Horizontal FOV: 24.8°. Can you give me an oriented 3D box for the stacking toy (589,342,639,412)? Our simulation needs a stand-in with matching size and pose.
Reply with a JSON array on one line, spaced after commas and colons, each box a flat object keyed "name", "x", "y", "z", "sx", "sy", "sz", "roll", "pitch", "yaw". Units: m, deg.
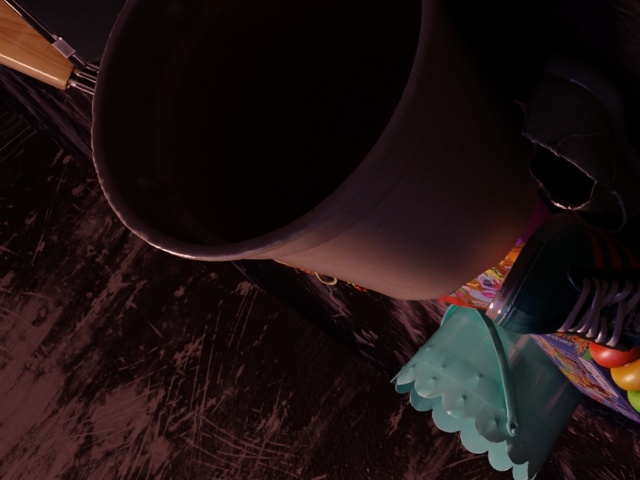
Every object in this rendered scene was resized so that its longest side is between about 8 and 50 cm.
[{"name": "stacking toy", "x": 0.374, "y": 0.137, "z": 1.584, "sx": 0.330, "sy": 0.141, "sz": 0.141, "roll": 43, "pitch": 170, "yaw": -10}]

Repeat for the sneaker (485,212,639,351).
[{"name": "sneaker", "x": 0.260, "y": 0.046, "z": 1.368, "sx": 0.121, "sy": 0.108, "sz": 0.302, "roll": 35, "pitch": -158, "yaw": 22}]

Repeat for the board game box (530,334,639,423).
[{"name": "board game box", "x": 0.382, "y": 0.180, "z": 2.053, "sx": 0.136, "sy": 0.035, "sz": 0.201, "roll": 28, "pitch": 167, "yaw": 46}]

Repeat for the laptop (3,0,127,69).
[{"name": "laptop", "x": -0.358, "y": -0.433, "z": 1.874, "sx": 0.382, "sy": 0.236, "sz": 0.408, "roll": 44, "pitch": -163, "yaw": -34}]

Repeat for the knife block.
[{"name": "knife block", "x": -0.415, "y": -0.276, "z": 2.213, "sx": 0.088, "sy": 0.275, "sz": 0.242, "roll": 168, "pitch": 80, "yaw": -78}]

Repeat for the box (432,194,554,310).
[{"name": "box", "x": 0.179, "y": 0.008, "z": 1.710, "sx": 0.293, "sy": 0.057, "sz": 0.201, "roll": 8, "pitch": 147, "yaw": 53}]

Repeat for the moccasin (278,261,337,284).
[{"name": "moccasin", "x": -0.002, "y": -0.002, "z": 2.259, "sx": 0.139, "sy": 0.147, "sz": 0.380, "roll": 40, "pitch": 171, "yaw": -15}]

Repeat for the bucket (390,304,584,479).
[{"name": "bucket", "x": 0.268, "y": 0.227, "z": 2.263, "sx": 0.281, "sy": 0.183, "sz": 0.281, "roll": 36, "pitch": 170, "yaw": 7}]

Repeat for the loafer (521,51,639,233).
[{"name": "loafer", "x": 0.217, "y": -0.067, "z": 1.256, "sx": 0.094, "sy": 0.087, "sz": 0.251, "roll": 32, "pitch": 170, "yaw": 32}]

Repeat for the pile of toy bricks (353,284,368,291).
[{"name": "pile of toy bricks", "x": 0.062, "y": 0.019, "z": 1.991, "sx": 0.118, "sy": 0.105, "sz": 0.212, "roll": 27, "pitch": -163, "yaw": 34}]

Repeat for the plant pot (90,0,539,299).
[{"name": "plant pot", "x": 0.028, "y": -0.097, "z": 1.262, "sx": 0.334, "sy": 0.334, "sz": 0.305, "roll": 30, "pitch": 180, "yaw": 39}]
